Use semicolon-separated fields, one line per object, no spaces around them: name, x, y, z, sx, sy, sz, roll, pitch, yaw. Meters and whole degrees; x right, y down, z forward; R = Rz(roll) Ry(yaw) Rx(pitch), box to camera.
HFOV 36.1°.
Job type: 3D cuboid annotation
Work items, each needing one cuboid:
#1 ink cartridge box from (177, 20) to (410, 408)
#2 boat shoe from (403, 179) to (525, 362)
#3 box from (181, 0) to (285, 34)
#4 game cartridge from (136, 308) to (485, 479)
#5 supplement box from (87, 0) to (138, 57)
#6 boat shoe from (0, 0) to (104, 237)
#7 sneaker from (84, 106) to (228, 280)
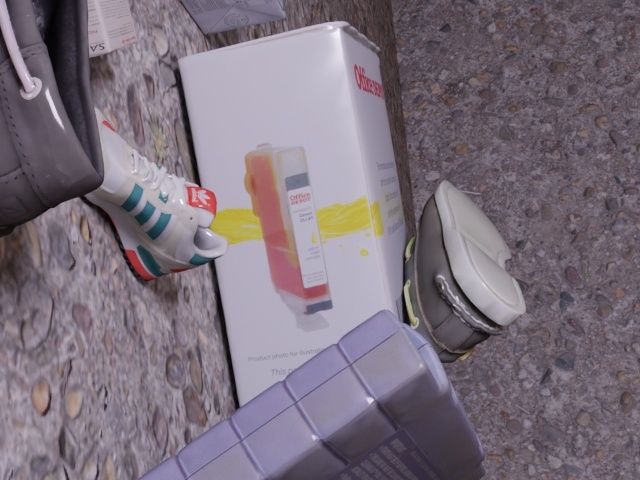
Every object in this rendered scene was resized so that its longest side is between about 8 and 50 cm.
ink cartridge box;0.000;0.000;0.987;0.279;0.160;0.385;-25;106;-79
boat shoe;0.132;0.024;0.982;0.109;0.091;0.305;41;18;-9
box;-0.107;-0.371;0.954;0.169;0.087;0.290;50;33;-69
game cartridge;0.003;0.175;0.698;0.068;0.230;0.355;50;-4;27
supplement box;-0.159;-0.173;0.655;0.062;0.036;0.098;-65;144;-71
boat shoe;-0.152;-0.153;0.518;0.112;0.095;0.335;60;23;-60
sneaker;-0.113;-0.036;0.669;0.161;0.075;0.057;69;16;-47
